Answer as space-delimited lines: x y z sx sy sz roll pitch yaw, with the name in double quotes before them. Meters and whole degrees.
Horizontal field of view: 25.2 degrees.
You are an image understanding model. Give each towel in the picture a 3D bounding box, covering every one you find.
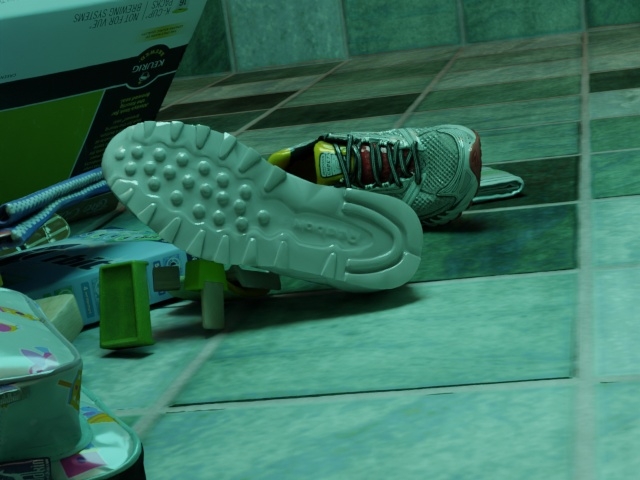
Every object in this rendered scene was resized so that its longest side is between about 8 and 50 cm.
"towel" 0.121 -0.052 1.386 0.113 0.023 0.152 -8 9 -11
"towel" -0.320 0.028 1.056 0.336 0.040 0.243 -21 7 13

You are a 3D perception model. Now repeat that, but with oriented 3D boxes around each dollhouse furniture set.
"dollhouse furniture set" -0.094 0.049 1.028 0.076 0.058 0.152 -9 -10 31

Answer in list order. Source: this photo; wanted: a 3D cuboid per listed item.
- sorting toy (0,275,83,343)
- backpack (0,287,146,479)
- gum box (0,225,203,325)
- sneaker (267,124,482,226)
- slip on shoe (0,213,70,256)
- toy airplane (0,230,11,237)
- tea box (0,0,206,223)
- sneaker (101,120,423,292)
"sorting toy" -0.296 0.071 0.814 0.255 0.089 0.257 -11 13 8
"backpack" -0.173 0.099 0.558 0.188 0.144 0.166 -15 19 -20
"gum box" -0.200 0.033 1.125 0.184 0.041 0.157 -18 15 -37
"sneaker" 0.044 -0.055 1.248 0.225 0.088 0.093 -8 -12 41
"slip on shoe" -0.287 0.015 1.280 0.135 0.051 0.041 -28 -18 -39
"toy airplane" -0.239 0.017 0.730 0.151 0.028 0.151 -6 14 1
"tea box" -0.333 -0.171 1.388 0.329 0.323 0.220 -19 58 -46
"sneaker" -0.046 -0.015 1.026 0.235 0.090 0.095 22 -8 -8
